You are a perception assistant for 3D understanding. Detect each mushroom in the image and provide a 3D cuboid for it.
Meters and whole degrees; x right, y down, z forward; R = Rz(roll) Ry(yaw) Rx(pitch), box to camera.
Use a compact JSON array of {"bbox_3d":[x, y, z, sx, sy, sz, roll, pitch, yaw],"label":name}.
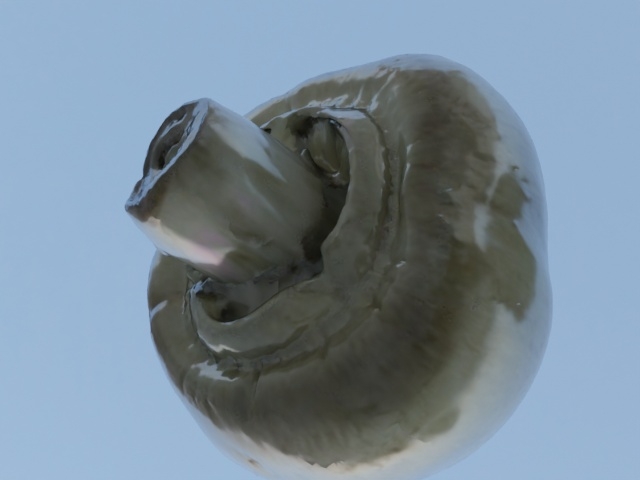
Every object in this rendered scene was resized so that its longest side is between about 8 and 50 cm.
[{"bbox_3d":[0.000,0.000,0.749,0.260,0.234,0.254,23,-102,48],"label":"mushroom"}]
